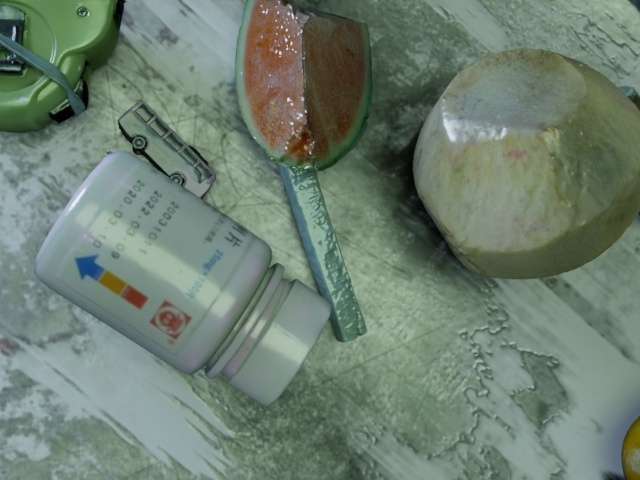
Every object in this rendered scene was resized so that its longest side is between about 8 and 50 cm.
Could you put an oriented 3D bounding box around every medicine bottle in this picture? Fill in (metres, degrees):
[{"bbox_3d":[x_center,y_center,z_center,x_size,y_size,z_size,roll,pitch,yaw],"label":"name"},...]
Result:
[{"bbox_3d":[-0.142,0.046,0.958,0.293,0.170,0.170,34,83,-6],"label":"medicine bottle"}]

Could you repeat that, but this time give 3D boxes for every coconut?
[{"bbox_3d":[0.236,-0.081,1.008,0.259,0.259,0.259,0,88,-9],"label":"coconut"}]

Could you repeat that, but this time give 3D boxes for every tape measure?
[{"bbox_3d":[-0.329,-0.206,0.967,0.199,0.106,0.175,11,83,-7],"label":"tape measure"}]

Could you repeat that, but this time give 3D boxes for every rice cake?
[{"bbox_3d":[0.000,0.000,1.046,0.042,0.045,0.245,-18,91,-9],"label":"rice cake"}]

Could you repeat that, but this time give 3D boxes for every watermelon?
[{"bbox_3d":[-0.005,-0.176,1.029,0.146,0.128,0.231,5,78,-40],"label":"watermelon"}]

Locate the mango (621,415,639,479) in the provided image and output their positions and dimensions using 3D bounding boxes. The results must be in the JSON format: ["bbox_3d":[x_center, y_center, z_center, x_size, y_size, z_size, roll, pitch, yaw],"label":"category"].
[{"bbox_3d":[0.507,0.284,1.074,0.316,0.146,0.193,20,93,-15],"label":"mango"}]

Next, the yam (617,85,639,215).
[{"bbox_3d":[0.394,-0.110,1.102,0.078,0.078,0.179,-30,92,-9],"label":"yam"}]

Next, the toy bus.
[{"bbox_3d":[-0.176,-0.100,1.026,0.131,0.037,0.052,46,77,-4],"label":"toy bus"}]
